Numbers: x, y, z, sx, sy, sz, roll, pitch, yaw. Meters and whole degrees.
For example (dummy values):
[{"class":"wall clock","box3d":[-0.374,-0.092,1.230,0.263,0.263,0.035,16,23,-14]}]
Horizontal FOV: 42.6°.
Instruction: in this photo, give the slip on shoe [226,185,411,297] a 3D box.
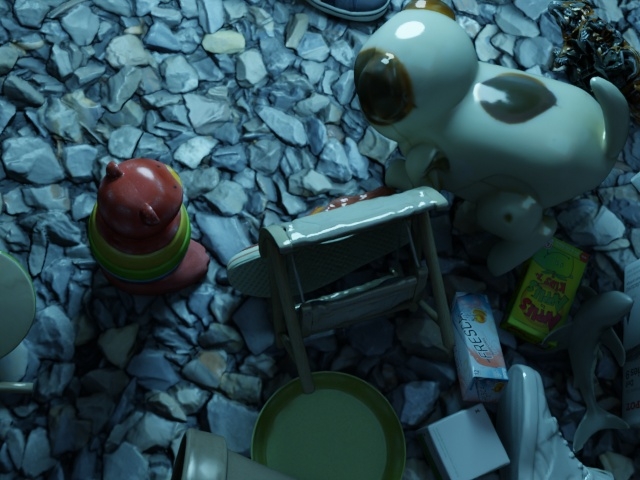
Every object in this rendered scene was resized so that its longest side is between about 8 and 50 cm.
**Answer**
[{"class":"slip on shoe","box3d":[0.000,0.000,1.349,0.331,0.123,0.101,-22,45,-11]}]

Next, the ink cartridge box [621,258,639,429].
[{"class":"ink cartridge box","box3d":[0.593,0.160,1.327,0.121,0.211,0.289,11,70,-6]}]

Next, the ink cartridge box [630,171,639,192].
[{"class":"ink cartridge box","box3d":[0.755,-0.067,1.474,0.226,0.131,0.306,-34,79,-18]}]

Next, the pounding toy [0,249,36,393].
[{"class":"pounding toy","box3d":[-0.525,0.113,1.233,0.183,0.110,0.237,-2,101,-21]}]

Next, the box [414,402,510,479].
[{"class":"box","box3d":[0.219,0.321,1.278,0.102,0.087,0.101,-20,76,-15]}]

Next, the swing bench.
[{"class":"swing bench","box3d":[0.052,0.054,1.237,0.253,0.165,0.255,-14,114,-14]}]

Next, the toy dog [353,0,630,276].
[{"class":"toy dog","box3d":[0.231,-0.184,1.291,0.408,0.395,0.284,34,72,-5]}]

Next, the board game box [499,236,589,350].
[{"class":"board game box","box3d":[0.384,0.086,1.407,0.092,0.043,0.181,27,69,0]}]

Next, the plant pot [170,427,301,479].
[{"class":"plant pot","box3d":[-0.098,0.405,1.116,0.229,0.263,0.263,12,70,-11]}]

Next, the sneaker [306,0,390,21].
[{"class":"sneaker","box3d":[-0.010,-0.521,1.504,0.321,0.127,0.126,28,68,-1]}]

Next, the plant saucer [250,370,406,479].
[{"class":"plant saucer","box3d":[0.011,0.324,1.269,0.241,0.037,0.241,3,71,-8]}]

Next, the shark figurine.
[{"class":"shark figurine","box3d":[0.417,0.187,1.337,0.116,0.166,0.278,-8,115,-14]}]

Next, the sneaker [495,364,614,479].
[{"class":"sneaker","box3d":[0.374,0.343,1.294,0.169,0.108,0.293,2,81,-10]}]

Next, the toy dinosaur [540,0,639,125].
[{"class":"toy dinosaur","box3d":[0.528,-0.324,1.521,0.218,0.164,0.322,-26,55,-33]}]

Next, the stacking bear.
[{"class":"stacking bear","box3d":[-0.261,-0.028,1.208,0.164,0.289,0.175,-31,79,-17]}]

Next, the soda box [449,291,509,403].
[{"class":"soda box","box3d":[0.247,0.168,1.306,0.058,0.063,0.183,6,41,-8]}]
